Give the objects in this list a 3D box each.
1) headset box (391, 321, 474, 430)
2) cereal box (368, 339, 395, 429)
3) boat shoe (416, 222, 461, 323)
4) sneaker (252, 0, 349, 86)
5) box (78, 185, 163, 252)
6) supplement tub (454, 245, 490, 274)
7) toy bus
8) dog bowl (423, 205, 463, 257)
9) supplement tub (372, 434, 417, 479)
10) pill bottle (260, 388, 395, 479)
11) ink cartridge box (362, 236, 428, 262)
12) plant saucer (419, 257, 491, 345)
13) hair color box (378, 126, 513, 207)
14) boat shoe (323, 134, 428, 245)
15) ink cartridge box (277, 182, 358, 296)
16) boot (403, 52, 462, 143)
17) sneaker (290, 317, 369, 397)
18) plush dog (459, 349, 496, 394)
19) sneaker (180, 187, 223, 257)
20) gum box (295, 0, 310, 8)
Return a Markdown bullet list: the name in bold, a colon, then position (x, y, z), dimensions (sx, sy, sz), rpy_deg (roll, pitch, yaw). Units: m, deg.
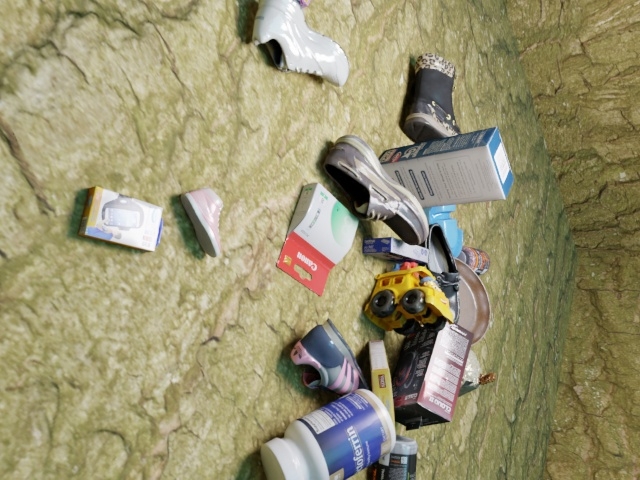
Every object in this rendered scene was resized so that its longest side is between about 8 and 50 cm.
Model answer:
- **headset box**: position (0.293, 0.387, 1.292), dimensions (0.110, 0.218, 0.293), rpy_deg (31, 57, -4)
- **cereal box**: position (0.155, 0.372, 1.181), dimensions (0.240, 0.048, 0.172), rpy_deg (-38, 121, -85)
- **boat shoe**: position (0.379, 0.102, 1.437), dimensions (0.127, 0.113, 0.339), rpy_deg (4, 67, -23)
- **sneaker**: position (-0.049, -0.442, 1.088), dimensions (0.297, 0.111, 0.129), rpy_deg (25, 84, -41)
- **box**: position (-0.322, -0.031, 0.769), dimensions (0.136, 0.028, 0.081), rpy_deg (19, 72, -45)
- **supplement tub**: position (0.549, 0.077, 1.717), dimensions (0.198, 0.106, 0.105), rpy_deg (8, 81, -49)
- **toy bus**: position (0.257, 0.143, 1.293), dimensions (0.149, 0.220, 0.211), rpy_deg (43, 50, -33)
- **dog bowl**: position (0.424, -0.084, 1.610), dimensions (0.166, 0.074, 0.296), rpy_deg (-7, 91, -50)
- **supplement tub**: position (0.199, 0.635, 1.250), dimensions (0.117, 0.117, 0.190), rpy_deg (21, 71, -47)
- **pill bottle**: position (0.016, 0.439, 0.988), dimensions (0.265, 0.153, 0.153), rpy_deg (-16, 100, -29)
- **ink cartridge box**: position (0.222, 0.031, 1.345), dimensions (0.207, 0.097, 0.046), rpy_deg (15, 75, -48)
- **plant saucer**: position (0.416, 0.198, 1.506), dimensions (0.311, 0.050, 0.310), rpy_deg (8, 66, -20)
- **hair color box**: position (0.343, -0.194, 1.313), dimensions (0.105, 0.348, 0.173), rpy_deg (-53, 125, -37)
- **boat shoe**: position (0.136, -0.108, 1.214), dimensions (0.355, 0.132, 0.130), rpy_deg (47, 66, -7)
- **ink cartridge box**: position (0.000, 0.000, 1.125), dimensions (0.181, 0.056, 0.224), rpy_deg (39, 57, -40)
- **boot**: position (0.429, -0.444, 1.608), dimensions (0.378, 0.138, 0.283), rpy_deg (20, 72, -41)
- **sneaker**: position (0.027, 0.322, 1.111), dimensions (0.131, 0.112, 0.318), rpy_deg (-31, 125, -8)
- **plush dog**: position (0.446, 0.382, 1.529), dimensions (0.263, 0.211, 0.225), rpy_deg (26, 44, -45)
- **sneaker**: position (-0.208, -0.039, 0.883), dimensions (0.070, 0.051, 0.134), rpy_deg (-33, 107, -40)
- **gum box**: position (-0.056, -0.657, 1.108), dimensions (0.107, 0.062, 0.188), rpy_deg (40, 58, -40)
